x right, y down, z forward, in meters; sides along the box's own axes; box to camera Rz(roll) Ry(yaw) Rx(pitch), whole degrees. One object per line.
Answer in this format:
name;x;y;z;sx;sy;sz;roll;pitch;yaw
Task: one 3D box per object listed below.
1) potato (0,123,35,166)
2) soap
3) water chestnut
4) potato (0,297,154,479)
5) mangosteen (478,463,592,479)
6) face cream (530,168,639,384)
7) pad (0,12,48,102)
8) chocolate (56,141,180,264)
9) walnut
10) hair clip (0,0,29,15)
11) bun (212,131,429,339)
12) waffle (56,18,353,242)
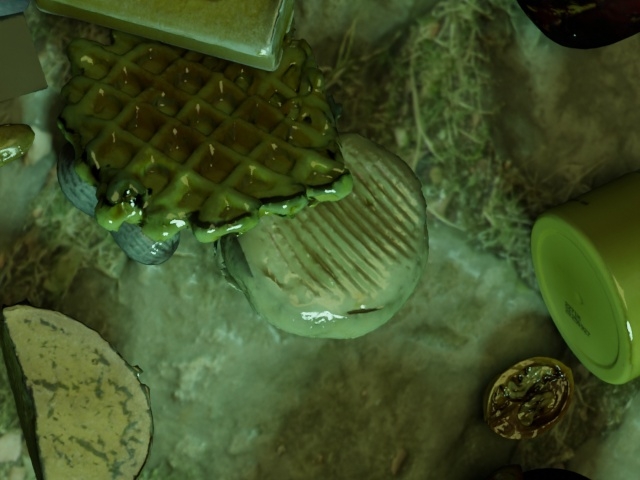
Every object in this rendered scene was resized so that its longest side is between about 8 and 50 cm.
potato;-0.348;-0.098;1.567;0.092;0.045;0.046;-15;94;-12
soap;-0.156;-0.297;1.541;0.274;0.089;0.173;15;85;7
water chestnut;0.314;-0.356;1.637;0.289;0.289;0.244;33;78;-14
potato;-0.257;0.174;1.574;0.138;0.098;0.243;-13;89;-19
mangosteen;0.225;0.348;1.673;0.250;0.211;0.211;21;85;12
face cream;0.370;0.033;1.682;0.179;0.218;0.218;-23;97;-13
pad;-0.377;-0.238;1.578;0.116;0.004;0.193;-19;95;-15
chocolate;-0.220;-0.041;1.592;0.072;0.072;0.167;-46;104;-10
walnut;0.239;0.183;1.735;0.121;0.052;0.091;-29;100;-11
hair clip;-0.435;-0.215;1.517;0.279;0.090;0.137;-16;129;-10
bun;0.000;0.000;1.614;0.239;0.141;0.239;3;68;-6
waffle;-0.126;-0.126;1.551;0.297;0.073;0.317;-9;52;-13
